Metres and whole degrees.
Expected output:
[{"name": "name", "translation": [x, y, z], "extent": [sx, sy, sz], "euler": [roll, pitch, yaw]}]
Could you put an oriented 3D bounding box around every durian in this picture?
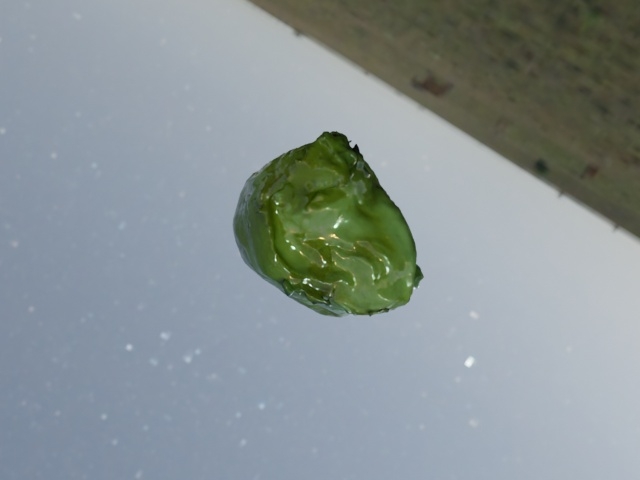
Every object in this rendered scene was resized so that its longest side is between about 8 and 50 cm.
[{"name": "durian", "translation": [0.000, 0.000, 1.659], "extent": [0.256, 0.204, 0.339], "euler": [50, 166, -8]}]
